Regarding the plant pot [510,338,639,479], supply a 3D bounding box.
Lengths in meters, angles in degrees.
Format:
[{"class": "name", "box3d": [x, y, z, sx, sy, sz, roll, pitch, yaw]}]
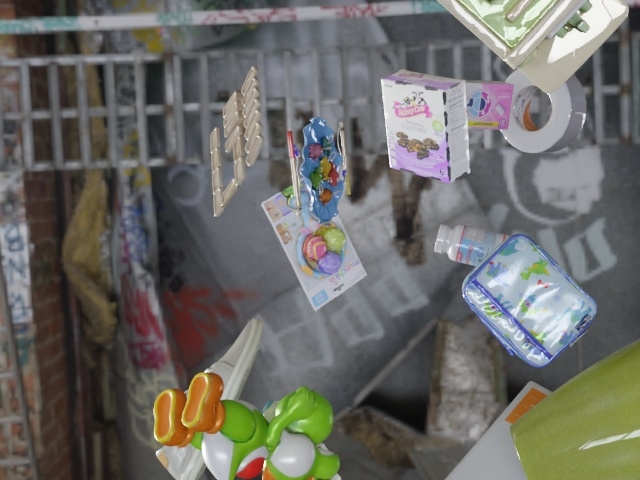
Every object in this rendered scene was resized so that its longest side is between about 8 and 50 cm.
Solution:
[{"class": "plant pot", "box3d": [0.497, 0.344, 1.684, 0.294, 0.274, 0.275, -22, 180, 10]}]

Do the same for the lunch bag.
[{"class": "lunch bag", "box3d": [0.376, 0.112, 1.737, 0.176, 0.219, 0.090, -43, 176, 5]}]

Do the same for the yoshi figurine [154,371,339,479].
[{"class": "yoshi figurine", "box3d": [-0.109, 0.324, 1.734, 0.362, 0.203, 0.203, 29, -172, -34]}]

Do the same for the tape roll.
[{"class": "tape roll", "box3d": [0.547, -0.328, 2.374, 0.072, 0.219, 0.219, -6, -176, -44]}]

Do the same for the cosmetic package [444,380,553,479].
[{"class": "cosmetic package", "box3d": [0.390, 0.497, 1.862, 0.230, 0.161, 0.453, 26, -137, 28]}]

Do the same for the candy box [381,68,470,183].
[{"class": "candy box", "box3d": [0.210, -0.230, 1.905, 0.070, 0.196, 0.165, -29, -146, -35]}]

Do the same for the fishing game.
[{"class": "fishing game", "box3d": [0.011, -0.118, 1.626, 0.041, 0.189, 0.264, -4, -175, 21]}]

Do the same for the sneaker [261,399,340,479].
[{"class": "sneaker", "box3d": [-0.039, 0.417, 1.939, 0.092, 0.228, 0.087, -15, -157, 45]}]

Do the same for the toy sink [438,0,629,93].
[{"class": "toy sink", "box3d": [0.253, -0.305, 1.179, 0.153, 0.234, 0.131, -47, -178, 18]}]

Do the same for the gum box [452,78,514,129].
[{"class": "gum box", "box3d": [0.358, -0.318, 2.227, 0.188, 0.107, 0.062, -1, -163, -20]}]

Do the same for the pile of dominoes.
[{"class": "pile of dominoes", "box3d": [-0.149, -0.190, 1.832, 0.040, 0.251, 0.196, 18, 133, -27]}]

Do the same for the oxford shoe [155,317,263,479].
[{"class": "oxford shoe", "box3d": [-0.265, 0.375, 2.333, 0.130, 0.449, 0.169, 24, 157, 6]}]

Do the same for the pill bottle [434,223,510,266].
[{"class": "pill bottle", "box3d": [0.347, 0.013, 2.186, 0.160, 0.087, 0.087, 13, -174, 10]}]

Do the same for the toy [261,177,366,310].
[{"class": "toy", "box3d": [0.000, 0.000, 1.815, 0.137, 0.237, 0.056, -33, -166, -24]}]
